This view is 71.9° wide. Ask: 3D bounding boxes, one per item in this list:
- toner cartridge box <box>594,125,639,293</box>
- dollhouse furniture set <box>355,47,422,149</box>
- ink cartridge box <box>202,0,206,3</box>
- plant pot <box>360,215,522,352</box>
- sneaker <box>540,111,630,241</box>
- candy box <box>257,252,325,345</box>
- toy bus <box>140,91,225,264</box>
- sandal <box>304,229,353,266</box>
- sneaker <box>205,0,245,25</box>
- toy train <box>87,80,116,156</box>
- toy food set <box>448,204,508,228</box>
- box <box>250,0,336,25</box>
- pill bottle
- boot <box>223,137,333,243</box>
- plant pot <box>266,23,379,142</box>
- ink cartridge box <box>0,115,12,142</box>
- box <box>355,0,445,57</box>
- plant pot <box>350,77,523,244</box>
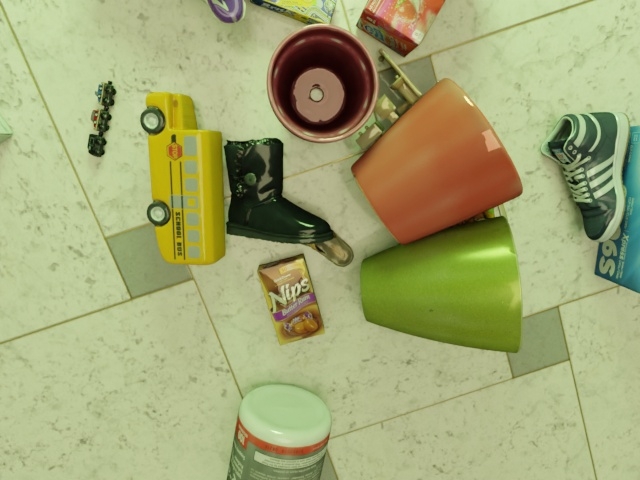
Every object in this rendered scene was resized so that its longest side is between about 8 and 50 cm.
[{"bbox_3d":[0.700,-0.069,0.951,0.075,0.165,0.348,1,101,-4],"label":"toner cartridge box"},{"bbox_3d":[0.108,-0.288,0.894,0.151,0.144,0.123,-41,96,20],"label":"dollhouse furniture set"},{"bbox_3d":[-0.246,-0.592,0.809,0.283,0.117,0.207,30,99,-10],"label":"ink cartridge box"},{"bbox_3d":[0.239,0.099,0.927,0.293,0.275,0.275,-5,102,14],"label":"plant pot"},{"bbox_3d":[0.566,-0.139,0.959,0.153,0.099,0.282,2,95,-9],"label":"sneaker"},{"bbox_3d":[-0.065,0.134,1.003,0.109,0.053,0.187,-16,101,1],"label":"candy box"},{"bbox_3d":[-0.271,-0.123,0.897,0.130,0.108,0.333,2,102,7],"label":"toy bus"},{"bbox_3d":[0.000,0.000,0.980,0.180,0.049,0.072,35,97,-10],"label":"sandal"},{"bbox_3d":[-0.176,-0.457,0.748,0.068,0.071,0.170,-16,105,-1],"label":"sneaker"},{"bbox_3d":[-0.455,-0.252,0.914,0.036,0.027,0.158,17,101,4],"label":"toy train"},{"bbox_3d":[0.329,-0.051,0.995,0.192,0.038,0.132,-24,102,2],"label":"toy food set"},{"bbox_3d":[-0.055,-0.479,0.877,0.169,0.054,0.059,18,100,-6],"label":"box"},{"bbox_3d":[-0.107,0.537,1.001,0.210,0.210,0.363,10,100,-6],"label":"pill bottle"},{"bbox_3d":[-0.089,-0.105,0.907,0.246,0.094,0.207,7,104,20],"label":"boot"},{"bbox_3d":[0.000,-0.289,0.854,0.201,0.180,0.201,-1,101,-3],"label":"plant pot"},{"bbox_3d":[-0.726,-0.220,0.884,0.150,0.063,0.109,-32,102,4],"label":"ink cartridge box"},{"bbox_3d":[0.190,-0.509,0.850,0.128,0.122,0.257,29,98,-8],"label":"box"},{"bbox_3d":[0.210,-0.135,0.869,0.243,0.275,0.275,-33,102,14],"label":"plant pot"}]
